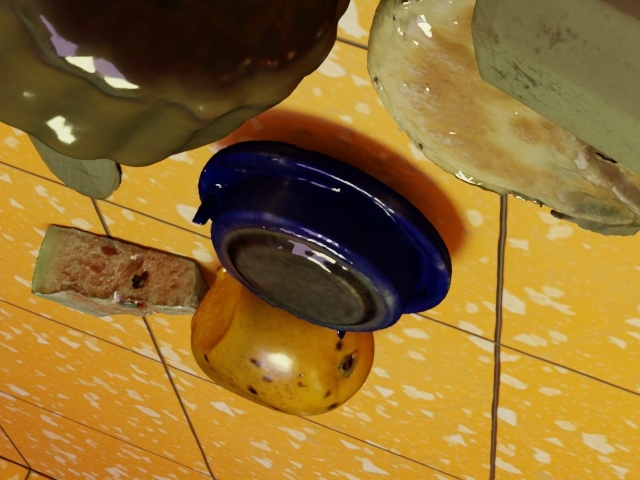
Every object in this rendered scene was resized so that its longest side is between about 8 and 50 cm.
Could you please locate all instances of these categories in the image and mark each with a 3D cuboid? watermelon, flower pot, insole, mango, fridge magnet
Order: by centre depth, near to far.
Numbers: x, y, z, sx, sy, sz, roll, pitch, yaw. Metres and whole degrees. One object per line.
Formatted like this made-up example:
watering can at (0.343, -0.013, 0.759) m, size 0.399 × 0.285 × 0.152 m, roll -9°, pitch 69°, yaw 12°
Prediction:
flower pot at (0.240, -0.125, 0.878) m, size 0.259 × 0.290 × 0.290 m, roll 31°, pitch 161°, yaw 26°
fridge magnet at (0.000, 0.000, 1.533) m, size 0.265 × 0.112 × 0.265 m, roll 20°, pitch 154°, yaw 10°
insole at (-0.261, -0.122, 1.678) m, size 0.119 × 0.009 × 0.348 m, roll 26°, pitch 157°, yaw 2°
mango at (-0.047, 0.114, 1.777) m, size 0.191 × 0.160 × 0.290 m, roll 25°, pitch 163°, yaw -21°
watermelon at (-0.223, 0.058, 1.944) m, size 0.241 × 0.094 × 0.154 m, roll 2°, pitch 155°, yaw 39°

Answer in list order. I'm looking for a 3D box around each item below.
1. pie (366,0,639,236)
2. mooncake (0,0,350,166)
pie at (0.171, -0.105, 1.192) m, size 0.337 × 0.075 × 0.337 m, roll 25°, pitch 162°, yaw 9°
mooncake at (-0.120, -0.198, 1.032) m, size 0.290 × 0.290 × 0.161 m, roll 35°, pitch 151°, yaw -21°
